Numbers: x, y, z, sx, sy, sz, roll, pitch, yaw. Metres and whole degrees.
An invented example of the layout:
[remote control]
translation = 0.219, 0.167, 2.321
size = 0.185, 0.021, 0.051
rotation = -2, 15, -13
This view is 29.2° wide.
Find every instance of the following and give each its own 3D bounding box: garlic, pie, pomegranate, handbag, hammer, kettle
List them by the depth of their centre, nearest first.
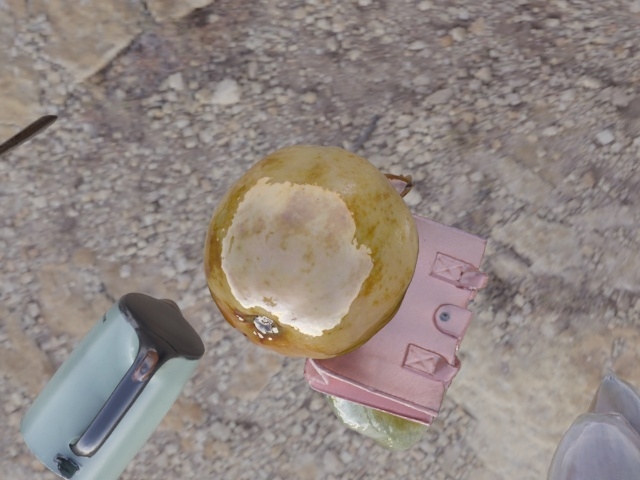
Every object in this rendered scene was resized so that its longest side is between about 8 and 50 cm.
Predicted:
[pomegranate]
translation = -0.010, 0.011, 1.136
size = 0.207, 0.207, 0.207
rotation = 4, 102, 20
[hammer]
translation = -0.310, -0.092, 1.211
size = 0.065, 0.178, 0.021
rotation = -35, 101, 28
[handbag]
translation = 0.081, 0.071, 1.269
size = 0.157, 0.212, 0.059
rotation = 19, 151, 3
[garlic]
translation = 0.423, 0.348, 1.630
size = 0.325, 0.279, 0.132
rotation = 55, 154, 14
[pie]
translation = 0.087, 0.126, 1.679
size = 0.075, 0.337, 0.337
rotation = -21, 92, 35
[kettle]
translation = -0.284, 0.214, 1.711
size = 0.165, 0.240, 0.255
rotation = 37, 102, -11
